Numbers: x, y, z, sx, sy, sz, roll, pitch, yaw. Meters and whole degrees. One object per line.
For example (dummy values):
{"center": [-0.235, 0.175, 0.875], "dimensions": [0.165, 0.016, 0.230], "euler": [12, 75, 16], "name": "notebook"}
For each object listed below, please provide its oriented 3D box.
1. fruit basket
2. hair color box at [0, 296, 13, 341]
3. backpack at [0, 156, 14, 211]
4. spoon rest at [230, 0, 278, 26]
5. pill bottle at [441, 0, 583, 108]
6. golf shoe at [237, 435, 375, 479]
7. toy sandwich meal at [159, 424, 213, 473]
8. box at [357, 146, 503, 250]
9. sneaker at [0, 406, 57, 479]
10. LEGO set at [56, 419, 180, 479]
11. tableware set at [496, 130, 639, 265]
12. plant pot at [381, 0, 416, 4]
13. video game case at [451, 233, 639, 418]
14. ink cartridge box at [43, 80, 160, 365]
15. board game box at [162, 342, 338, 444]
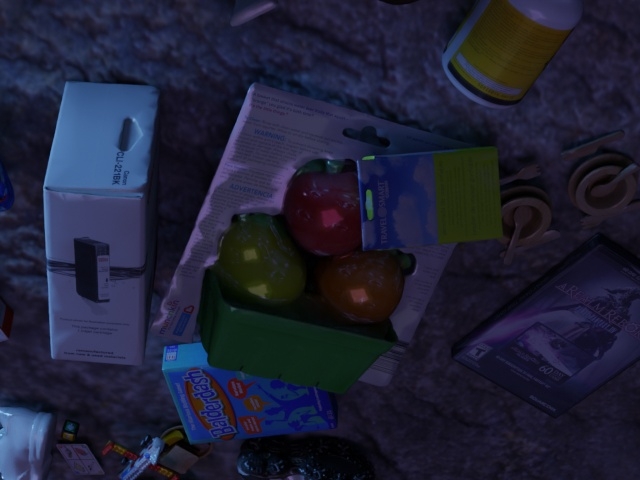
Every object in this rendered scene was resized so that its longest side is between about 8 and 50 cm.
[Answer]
{"center": [0.000, 0.000, 1.846], "dimensions": [0.327, 0.165, 0.353], "euler": [13, 111, -22], "name": "fruit basket"}
{"center": [-0.495, 0.104, 1.991], "dimensions": [0.167, 0.053, 0.093], "euler": [-17, 132, 14], "name": "hair color box"}
{"center": [-0.418, -0.071, 1.764], "dimensions": [0.117, 0.158, 0.173], "euler": [-23, 145, -2], "name": "backpack"}
{"center": [-0.130, -0.354, 1.557], "dimensions": [0.137, 0.084, 0.276], "euler": [-22, 116, 18], "name": "spoon rest"}
{"center": [0.214, -0.235, 1.632], "dimensions": [0.103, 0.103, 0.184], "euler": [20, 130, -17], "name": "pill bottle"}
{"center": [-0.022, 0.327, 2.191], "dimensions": [0.198, 0.077, 0.094], "euler": [12, 146, -5], "name": "golf shoe"}
{"center": [-0.193, 0.295, 2.181], "dimensions": [0.086, 0.029, 0.085], "euler": [0, 133, 0], "name": "toy sandwich meal"}
{"center": [0.120, -0.048, 1.763], "dimensions": [0.178, 0.042, 0.109], "euler": [-6, 94, -21], "name": "box"}
{"center": [-0.433, 0.312, 2.181], "dimensions": [0.094, 0.080, 0.212], "euler": [17, 125, 1], "name": "sneaker"}
{"center": [-0.281, 0.342, 2.189], "dimensions": [0.182, 0.060, 0.244], "euler": [-3, 136, 19], "name": "LEGO set"}
{"center": [0.290, -0.041, 1.834], "dimensions": [0.194, 0.039, 0.128], "euler": [-21, 130, 6], "name": "tableware set"}
{"center": [0.038, -0.334, 1.492], "dimensions": [0.215, 0.215, 0.230], "euler": [-25, 141, 22], "name": "plant pot"}
{"center": [0.335, 0.118, 2.015], "dimensions": [0.196, 0.026, 0.274], "euler": [31, 127, -25], "name": "video game case"}
{"center": [-0.248, -0.020, 1.774], "dimensions": [0.114, 0.197, 0.272], "euler": [5, 133, -4], "name": "ink cartridge box"}
{"center": [-0.093, 0.199, 2.079], "dimensions": [0.210, 0.047, 0.160], "euler": [-7, 133, 9], "name": "board game box"}
